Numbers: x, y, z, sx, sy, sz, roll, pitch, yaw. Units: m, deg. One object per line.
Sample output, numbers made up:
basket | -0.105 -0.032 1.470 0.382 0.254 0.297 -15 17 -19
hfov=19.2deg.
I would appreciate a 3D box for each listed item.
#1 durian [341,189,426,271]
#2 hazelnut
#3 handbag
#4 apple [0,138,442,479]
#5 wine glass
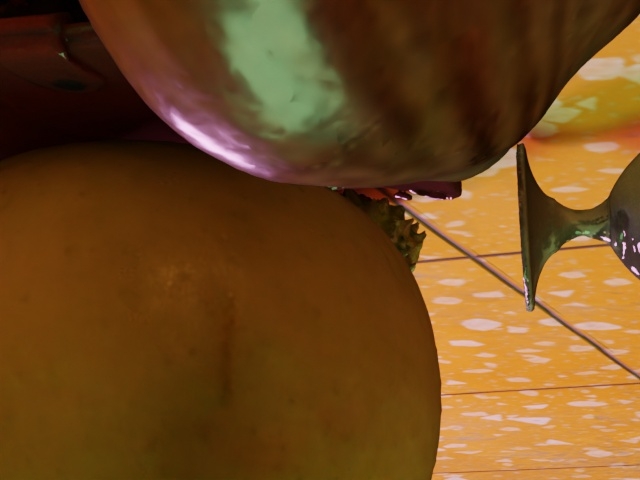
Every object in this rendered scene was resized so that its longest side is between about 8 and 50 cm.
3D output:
durian | 0.003 -0.001 1.244 0.108 0.119 0.186 -33 -168 -23
hazelnut | 0.003 -0.123 0.567 0.186 0.210 0.210 38 -176 30
handbag | -0.078 -0.080 0.920 0.260 0.084 0.275 -1 168 18
apple | -0.104 0.088 0.897 0.295 0.258 0.233 -5 167 28
wine glass | 0.232 -0.015 1.108 0.231 0.103 0.103 -3 164 6
